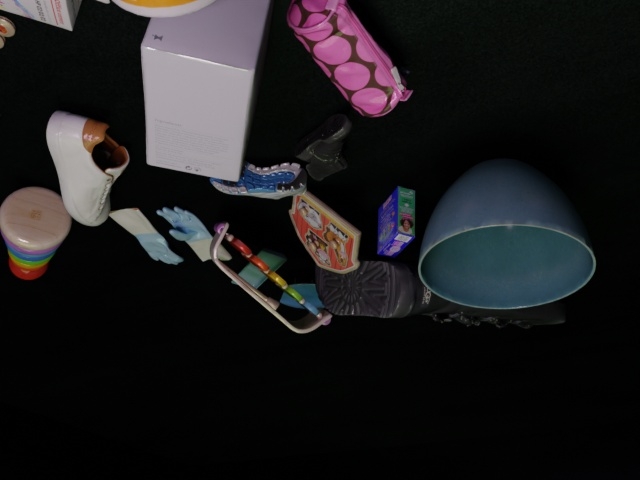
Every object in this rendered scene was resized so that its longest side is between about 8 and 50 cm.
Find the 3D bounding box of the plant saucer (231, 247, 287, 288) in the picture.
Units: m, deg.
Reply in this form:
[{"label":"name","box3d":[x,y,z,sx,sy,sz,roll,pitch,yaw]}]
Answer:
[{"label":"plant saucer","box3d":[-0.149,0.068,1.586,0.067,0.018,0.192,20,147,-21]}]

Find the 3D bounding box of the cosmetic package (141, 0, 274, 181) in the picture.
[{"label":"cosmetic package","box3d":[-0.145,-0.241,0.888,0.138,0.224,0.225,10,149,-5]}]

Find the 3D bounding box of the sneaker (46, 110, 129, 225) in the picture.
[{"label":"sneaker","box3d":[-0.420,-0.116,1.252,0.123,0.106,0.290,9,147,1]}]

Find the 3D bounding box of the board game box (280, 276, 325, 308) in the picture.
[{"label":"board game box","box3d":[-0.027,0.126,1.646,0.133,0.033,0.169,6,154,-9]}]

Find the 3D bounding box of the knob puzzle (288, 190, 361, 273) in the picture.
[{"label":"knob puzzle","box3d":[0.000,0.000,1.330,0.213,0.030,0.213,36,149,26]}]

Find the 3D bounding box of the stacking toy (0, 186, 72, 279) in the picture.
[{"label":"stacking toy","box3d":[-0.652,0.006,1.484,0.141,0.141,0.330,20,151,-20]}]

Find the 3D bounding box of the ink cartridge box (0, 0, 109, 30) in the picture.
[{"label":"ink cartridge box","box3d":[-0.385,-0.347,0.891,0.181,0.062,0.104,14,168,-12]}]

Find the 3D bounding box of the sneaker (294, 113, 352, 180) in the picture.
[{"label":"sneaker","box3d":[0.021,-0.159,1.161,0.089,0.051,0.170,27,147,-30]}]

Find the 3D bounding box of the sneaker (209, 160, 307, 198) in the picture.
[{"label":"sneaker","box3d":[-0.115,-0.106,1.256,0.190,0.071,0.083,7,164,10]}]

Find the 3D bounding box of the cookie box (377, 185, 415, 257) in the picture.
[{"label":"cookie box","box3d":[0.146,-0.035,1.279,0.040,0.107,0.092,14,148,-15]}]

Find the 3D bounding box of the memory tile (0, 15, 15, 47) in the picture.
[{"label":"memory tile","box3d":[-0.551,-0.340,1.004,0.113,0.012,0.148,-21,139,37]}]

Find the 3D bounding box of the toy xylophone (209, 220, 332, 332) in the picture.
[{"label":"toy xylophone","box3d":[-0.129,0.084,1.440,0.322,0.081,0.236,43,172,-20]}]

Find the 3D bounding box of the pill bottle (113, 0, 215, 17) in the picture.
[{"label":"pill bottle","box3d":[-0.178,-0.381,0.658,0.162,0.162,0.278,3,148,5]}]

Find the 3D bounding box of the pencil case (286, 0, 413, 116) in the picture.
[{"label":"pencil case","box3d":[0.045,-0.269,0.940,0.098,0.095,0.209,26,171,46]}]

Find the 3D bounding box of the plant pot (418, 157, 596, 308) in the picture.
[{"label":"plant pot","box3d":[0.322,-0.029,1.173,0.290,0.196,0.290,5,149,3]}]

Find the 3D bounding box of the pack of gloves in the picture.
[{"label":"pack of gloves","box3d":[-0.339,0.005,1.493,0.195,0.046,0.232,-7,146,19]}]

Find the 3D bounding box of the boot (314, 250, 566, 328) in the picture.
[{"label":"boot","box3d":[0.255,0.103,1.450,0.445,0.146,0.367,3,-173,-28]}]
